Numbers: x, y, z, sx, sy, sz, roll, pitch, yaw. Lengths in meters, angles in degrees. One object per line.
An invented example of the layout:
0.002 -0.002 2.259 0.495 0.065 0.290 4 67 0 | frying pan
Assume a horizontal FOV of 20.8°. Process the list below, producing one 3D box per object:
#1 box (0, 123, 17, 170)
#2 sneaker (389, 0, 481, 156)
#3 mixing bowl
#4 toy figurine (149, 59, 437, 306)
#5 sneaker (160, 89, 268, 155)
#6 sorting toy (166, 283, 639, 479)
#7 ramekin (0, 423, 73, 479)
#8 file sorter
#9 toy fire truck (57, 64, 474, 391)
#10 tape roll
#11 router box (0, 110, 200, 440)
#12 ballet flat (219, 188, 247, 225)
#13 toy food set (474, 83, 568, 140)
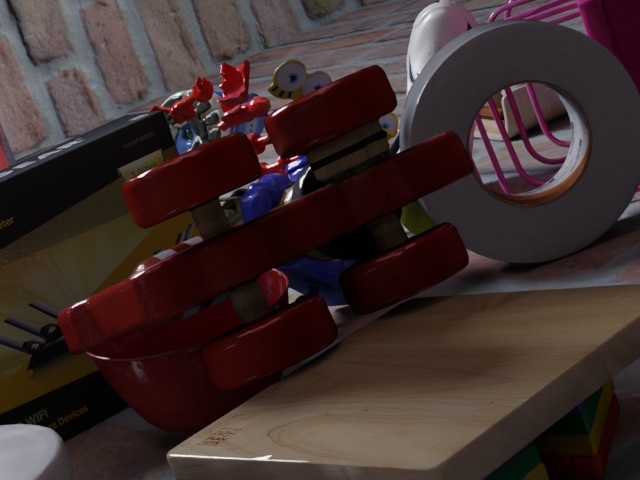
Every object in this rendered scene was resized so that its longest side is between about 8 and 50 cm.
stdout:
-0.485 -0.076 2.372 0.154 0.300 0.142 -21 13 -3 | box
0.124 -0.128 1.872 0.094 0.235 0.153 12 30 4 | sneaker
-0.100 0.102 1.471 0.181 0.098 0.181 -15 17 5 | mixing bowl
0.000 0.000 1.694 0.191 0.217 0.362 -16 -31 39 | toy figurine
-0.168 -0.071 2.148 0.147 0.130 0.330 -16 -20 -46 | sneaker
0.080 0.124 1.140 0.255 0.089 0.257 -30 16 -39 | sorting toy
-0.273 0.235 1.130 0.273 0.127 0.273 -18 12 4 | ramekin
0.259 -0.160 1.804 0.182 0.202 0.290 -16 13 24 | file sorter
-0.042 -0.002 1.350 0.302 0.169 0.254 -27 3 -25 | toy fire truck
0.184 -0.092 1.593 0.219 0.219 0.072 -20 11 -1 | tape roll
-0.244 0.047 1.615 0.309 0.243 0.081 -28 15 -29 | router box
-0.130 -0.009 2.075 0.073 0.067 0.206 -14 14 26 | ballet flat
0.273 -0.217 2.270 0.220 0.092 0.306 -24 13 -14 | toy food set
